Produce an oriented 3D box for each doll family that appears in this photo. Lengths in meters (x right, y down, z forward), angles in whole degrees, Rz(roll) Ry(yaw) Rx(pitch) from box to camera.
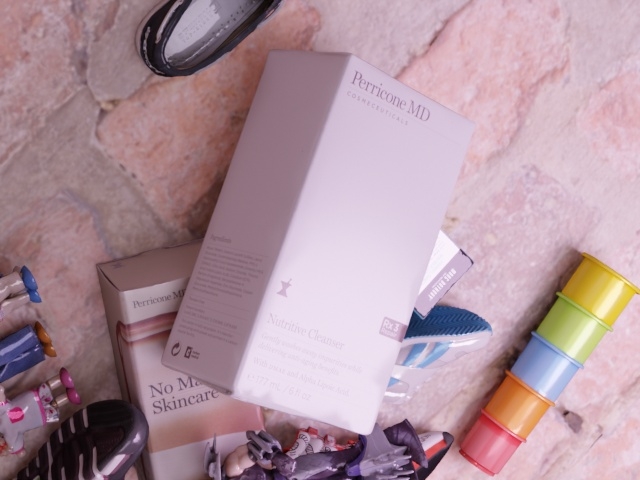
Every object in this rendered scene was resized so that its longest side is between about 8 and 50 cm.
[{"bbox_3d":[-0.392,0.129,1.693,0.163,0.118,0.263,-28,130,-18],"label":"doll family"}]

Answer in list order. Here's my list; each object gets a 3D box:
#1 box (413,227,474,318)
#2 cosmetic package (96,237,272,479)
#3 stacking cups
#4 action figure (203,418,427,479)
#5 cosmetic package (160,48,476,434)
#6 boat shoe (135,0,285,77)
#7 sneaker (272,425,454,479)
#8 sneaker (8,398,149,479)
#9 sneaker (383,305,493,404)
[{"bbox_3d":[0.074,-0.019,1.840,0.100,0.060,0.244,-47,115,-4],"label":"box"},{"bbox_3d":[-0.159,0.164,1.764,0.153,0.129,0.296,-15,108,-16],"label":"cosmetic package"},{"bbox_3d":[0.293,0.167,1.958,0.096,0.096,0.316,36,91,-25],"label":"stacking cups"},{"bbox_3d":[-0.025,0.281,1.715,0.285,0.099,0.185,-14,135,-11],"label":"action figure"},{"bbox_3d":[0.000,0.000,1.657,0.217,0.156,0.385,21,86,-38],"label":"cosmetic package"},{"bbox_3d":[-0.081,-0.297,1.691,0.114,0.091,0.302,42,87,-25],"label":"boat shoe"},{"bbox_3d":[0.048,0.278,1.892,0.270,0.145,0.090,-30,154,-43],"label":"sneaker"},{"bbox_3d":[-0.261,0.297,1.755,0.281,0.106,0.162,-38,131,27],"label":"sneaker"},{"bbox_3d":[0.111,0.150,1.894,0.228,0.087,0.092,-15,116,-9],"label":"sneaker"}]
